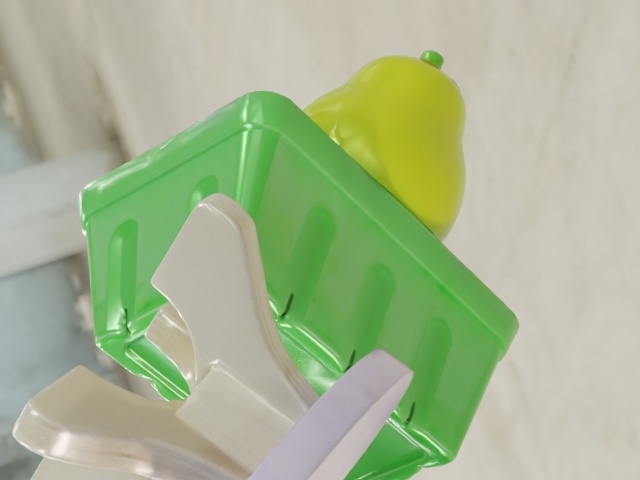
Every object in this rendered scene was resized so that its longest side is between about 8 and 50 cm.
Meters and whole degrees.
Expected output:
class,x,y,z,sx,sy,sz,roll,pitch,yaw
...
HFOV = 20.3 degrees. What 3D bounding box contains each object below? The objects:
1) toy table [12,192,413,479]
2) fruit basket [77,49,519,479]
class,x,y,z,sx,sy,sz,roll,pitch,yaw
toy table,-0.067,0.114,1.117,0.161,0.252,0.274,36,-169,8
fruit basket,0.000,0.000,1.598,0.392,0.283,0.392,34,-138,-38
